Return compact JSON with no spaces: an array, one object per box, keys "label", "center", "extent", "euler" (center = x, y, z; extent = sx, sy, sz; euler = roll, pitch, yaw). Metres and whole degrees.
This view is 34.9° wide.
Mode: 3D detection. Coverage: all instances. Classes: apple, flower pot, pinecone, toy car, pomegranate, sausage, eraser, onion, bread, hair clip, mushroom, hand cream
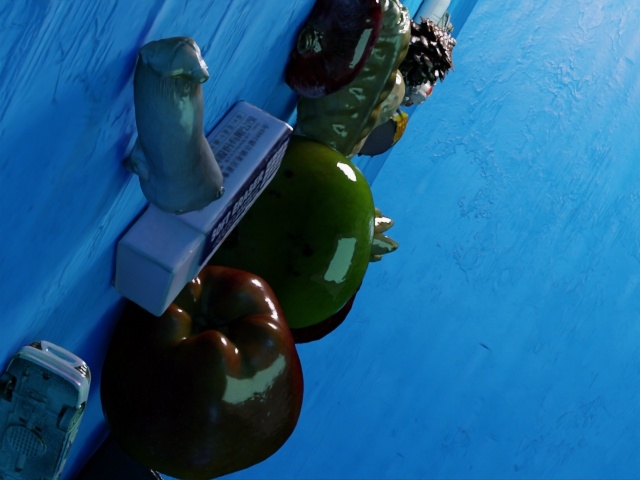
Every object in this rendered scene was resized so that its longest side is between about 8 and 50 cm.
[{"label":"apple","center":[-0.167,0.188,1.437],"extent":[0.288,0.288,0.317],"euler":[-54,162,-41]},{"label":"flower pot","center":[-0.334,0.436,1.714],"extent":[0.148,0.235,0.235],"euler":[-36,168,-15]},{"label":"pinecone","center":[0.225,-0.422,2.315],"extent":[0.173,0.173,0.173],"euler":[-58,174,-9]},{"label":"toy car","center":[-0.313,0.200,1.132],"extent":[0.224,0.090,0.076],"euler":[-64,179,39]},{"label":"pomegranate","center":[0.000,0.000,1.644],"extent":[0.358,0.216,0.310],"euler":[3,109,-40]},{"label":"sausage","center":[0.148,-0.278,2.515],"extent":[0.125,0.117,0.317],"euler":[-45,178,16]},{"label":"eraser","center":[-0.149,-0.043,1.304],"extent":[0.287,0.086,0.130],"euler":[-55,173,-35]},{"label":"onion","center":[0.028,-0.293,1.491],"extent":[0.206,0.098,0.151],"euler":[-62,175,26]},{"label":"bread","center":[0.059,-0.278,1.655],"extent":[0.152,0.130,0.268],"euler":[-25,149,-49]},{"label":"hair clip","center":[0.264,-0.437,2.535],"extent":[0.138,0.091,0.321],"euler":[-39,-161,51]},{"label":"mushroom","center":[-0.145,-0.101,1.022],"extent":[0.278,0.099,0.096],"euler":[99,17,-67]},{"label":"hand cream","center":[0.226,-0.478,2.447],"extent":[0.331,0.058,0.085],"euler":[-61,-178,12]}]

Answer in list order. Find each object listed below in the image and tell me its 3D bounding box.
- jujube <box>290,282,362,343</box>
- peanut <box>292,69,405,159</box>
[{"label":"jujube","center":[-0.040,0.059,1.965],"extent":[0.258,0.258,0.377],"euler":[-56,174,-26]},{"label":"peanut","center":[0.043,-0.224,1.854],"extent":[0.290,0.130,0.130],"euler":[-49,170,-28]}]
